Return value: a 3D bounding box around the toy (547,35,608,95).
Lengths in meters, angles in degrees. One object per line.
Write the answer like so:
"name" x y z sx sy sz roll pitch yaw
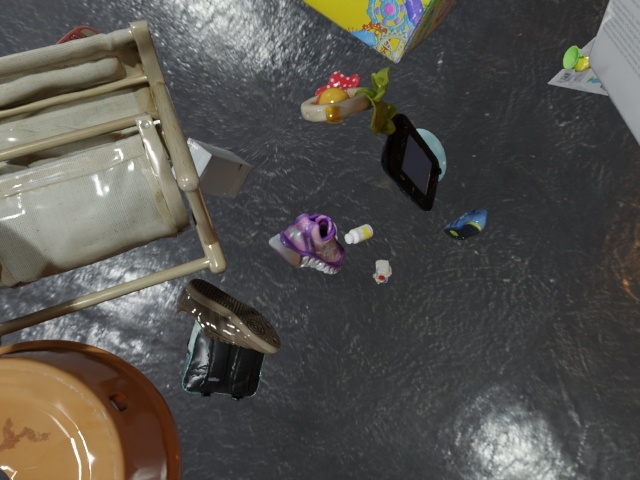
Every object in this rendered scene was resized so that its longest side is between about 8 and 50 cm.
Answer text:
"toy" 0.575 -0.342 1.031 0.237 0.137 0.056 1 68 -16

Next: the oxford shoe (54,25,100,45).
"oxford shoe" -0.626 -0.347 1.260 0.123 0.130 0.348 33 86 -39

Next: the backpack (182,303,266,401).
"backpack" -0.191 0.215 1.111 0.166 0.144 0.188 11 119 -11

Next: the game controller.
"game controller" 0.247 -0.198 1.428 0.067 0.319 0.166 -5 69 31

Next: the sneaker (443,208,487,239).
"sneaker" 0.488 -0.056 1.796 0.069 0.209 0.082 36 74 -9

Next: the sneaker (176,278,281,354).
"sneaker" -0.155 0.141 0.906 0.188 0.066 0.071 37 111 -2

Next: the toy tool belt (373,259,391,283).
"toy tool belt" 0.175 0.098 1.521 0.052 0.083 0.051 7 134 7

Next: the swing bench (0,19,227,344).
"swing bench" -0.261 -0.067 0.553 0.253 0.254 0.165 -18 147 -11

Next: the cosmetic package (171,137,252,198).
"cosmetic package" -0.320 -0.209 1.598 0.107 0.238 0.127 36 104 16

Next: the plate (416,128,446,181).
"plate" 0.320 -0.262 1.715 0.024 0.188 0.188 -26 104 -32

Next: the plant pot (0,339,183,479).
"plant pot" -0.275 0.223 0.488 0.291 0.203 0.290 5 69 -12

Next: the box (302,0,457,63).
"box" 0.052 -0.377 0.482 0.279 0.177 0.290 36 134 4

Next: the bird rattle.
"bird rattle" 0.049 -0.324 1.222 0.207 0.253 0.143 -25 126 -28

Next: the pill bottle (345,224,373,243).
"pill bottle" 0.115 -0.017 1.620 0.083 0.043 0.043 -21 104 -31

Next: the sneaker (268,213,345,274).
"sneaker" 0.000 0.000 1.082 0.095 0.236 0.104 41 102 24

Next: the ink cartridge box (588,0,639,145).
"ink cartridge box" 0.287 -0.166 0.353 0.066 0.296 0.261 0 136 4
